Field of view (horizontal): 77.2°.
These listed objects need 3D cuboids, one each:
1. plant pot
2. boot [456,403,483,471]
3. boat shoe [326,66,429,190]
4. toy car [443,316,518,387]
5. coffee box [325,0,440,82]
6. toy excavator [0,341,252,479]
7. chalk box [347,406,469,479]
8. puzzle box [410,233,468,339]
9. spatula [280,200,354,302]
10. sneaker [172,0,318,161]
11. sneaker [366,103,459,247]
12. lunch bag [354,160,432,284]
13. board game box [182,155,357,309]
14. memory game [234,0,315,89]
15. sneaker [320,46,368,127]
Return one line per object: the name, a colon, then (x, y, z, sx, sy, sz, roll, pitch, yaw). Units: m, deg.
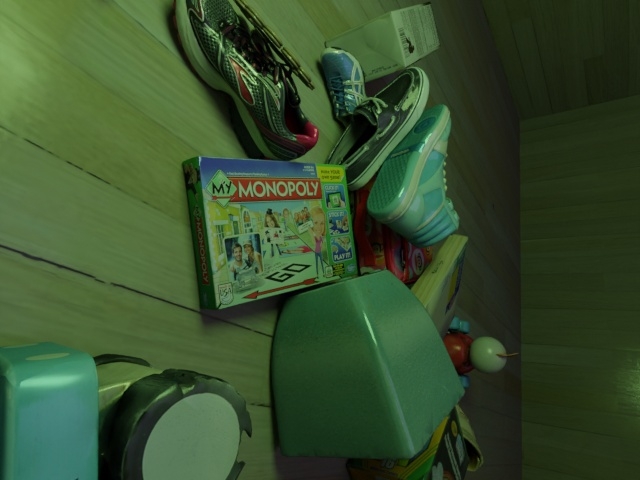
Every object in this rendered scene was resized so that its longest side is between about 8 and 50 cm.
plant pot: (0.061, 0.191, 0.696, 0.247, 0.247, 0.252, -7, 79, -54)
boot: (0.419, 0.602, 1.179, 0.203, 0.095, 0.262, -83, 152, -72)
boat shoe: (0.115, -0.253, 0.849, 0.301, 0.108, 0.102, -53, 139, 4)
toy car: (0.506, 0.365, 1.279, 0.210, 0.238, 0.219, 26, 65, -50)
coffee box: (0.162, -0.476, 0.970, 0.297, 0.168, 0.119, -47, 123, -47)
toy excavator: (-0.288, 0.157, 0.251, 0.445, 0.222, 0.433, 2, 83, -46)
chalk box: (0.219, 0.483, 0.919, 0.289, 0.179, 0.180, -36, 114, -51)
puzzle box: (0.283, 0.178, 1.012, 0.409, 0.052, 0.272, -35, 132, -51)
spatula: (0.000, 0.000, 0.798, 0.296, 0.030, 0.084, -52, 124, -44)
sneaker: (-0.103, -0.261, 0.620, 0.299, 0.112, 0.121, 57, 44, -32)
sneaker: (0.239, -0.126, 0.883, 0.208, 0.127, 0.319, 40, 69, -27)
lunch bag: (0.169, -0.036, 0.975, 0.258, 0.120, 0.293, 0, 84, -50)
board game box: (-0.062, -0.023, 0.670, 0.317, 0.046, 0.214, -9, 93, -47)
memory game: (-0.073, -0.319, 0.653, 0.186, 0.012, 0.186, 46, 11, -11)
sneaker: (0.061, -0.320, 0.883, 0.211, 0.080, 0.081, 54, 44, -35)
